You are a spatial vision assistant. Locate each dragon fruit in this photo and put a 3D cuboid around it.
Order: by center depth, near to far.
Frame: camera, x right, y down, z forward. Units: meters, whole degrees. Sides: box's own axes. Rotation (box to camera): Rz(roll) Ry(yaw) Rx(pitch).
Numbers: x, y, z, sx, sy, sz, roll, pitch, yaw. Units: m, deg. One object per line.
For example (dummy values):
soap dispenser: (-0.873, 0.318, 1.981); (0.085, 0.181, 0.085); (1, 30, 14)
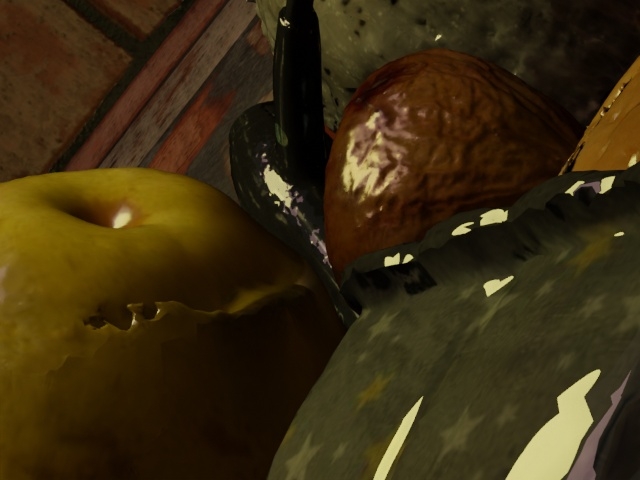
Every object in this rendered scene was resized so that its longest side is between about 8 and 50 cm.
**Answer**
dragon fruit: (0.086, -0.182, 1.112); (0.283, 0.221, 0.204); (-51, 7, -5)

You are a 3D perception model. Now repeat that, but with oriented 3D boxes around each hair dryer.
hair dryer: (0.000, -0.059, 1.047); (0.075, 0.219, 0.195); (-19, 47, -16)

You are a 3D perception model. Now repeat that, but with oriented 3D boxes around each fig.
fig: (0.100, -0.032, 0.938); (0.201, 0.133, 0.146); (-14, 67, 35)

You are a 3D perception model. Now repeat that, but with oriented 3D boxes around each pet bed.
pet bed: (0.099, 0.064, 0.507); (0.159, 0.183, 0.211); (-60, 16, -21)

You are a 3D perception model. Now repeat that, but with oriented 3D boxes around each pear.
pear: (-0.113, 0.132, 0.925); (0.285, 0.284, 0.336); (-68, -12, -48)

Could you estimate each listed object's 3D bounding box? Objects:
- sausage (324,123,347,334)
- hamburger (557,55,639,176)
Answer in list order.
sausage: (0.000, 0.000, 1.208); (0.089, 0.083, 0.300); (-30, 26, 40)
hamburger: (0.169, -0.024, 0.682); (0.214, 0.108, 0.214); (-44, 13, 13)
